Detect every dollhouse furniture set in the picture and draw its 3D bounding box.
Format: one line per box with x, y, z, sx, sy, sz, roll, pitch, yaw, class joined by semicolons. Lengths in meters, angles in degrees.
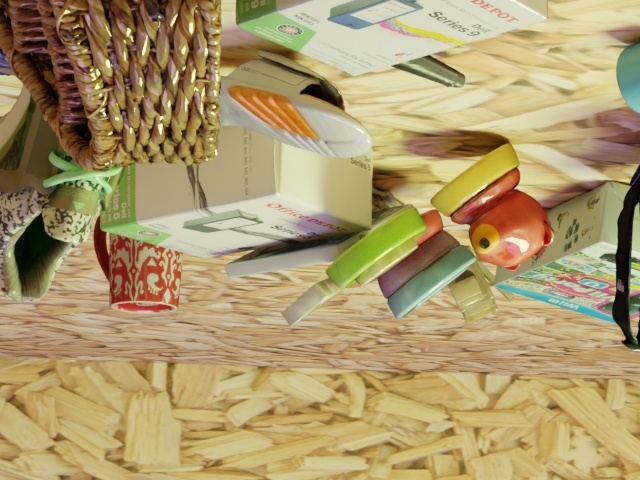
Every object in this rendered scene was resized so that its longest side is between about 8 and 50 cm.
0.273;0.038;2.323;0.161;0.101;0.182;-25;163;3;dollhouse furniture set

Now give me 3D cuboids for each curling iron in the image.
0.050;-0.185;1.418;0.274;0.035;0.068;18;-160;-48;curling iron

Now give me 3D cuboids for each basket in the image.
-0.183;-0.171;1.112;0.223;0.213;0.299;1;162;-6;basket

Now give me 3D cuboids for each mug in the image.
-0.239;0.012;2.005;0.113;0.169;0.150;5;165;-21;mug

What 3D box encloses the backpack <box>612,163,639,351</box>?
0.452;0.001;1.728;0.213;0.263;0.276;-6;170;4;backpack

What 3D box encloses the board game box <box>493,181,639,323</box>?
0.417;0.023;2.103;0.224;0.097;0.303;16;162;-17;board game box

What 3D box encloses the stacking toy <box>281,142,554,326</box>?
0.124;0.040;1.824;0.279;0.130;0.309;-32;172;-33;stacking toy

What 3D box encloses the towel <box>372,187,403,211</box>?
0.023;-0.031;2.073;0.187;0.049;0.282;-2;165;21;towel

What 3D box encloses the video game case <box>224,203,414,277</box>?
0.000;0.000;1.887;0.190;0.022;0.173;-10;-167;40;video game case

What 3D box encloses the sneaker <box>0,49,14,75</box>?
-0.268;-0.183;1.456;0.135;0.052;0.058;3;162;-11;sneaker

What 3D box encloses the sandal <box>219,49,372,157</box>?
-0.060;-0.158;1.522;0.265;0.076;0.102;17;159;27;sandal

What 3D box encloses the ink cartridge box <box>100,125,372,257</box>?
-0.100;-0.065;1.788;0.273;0.115;0.198;-10;164;35;ink cartridge box

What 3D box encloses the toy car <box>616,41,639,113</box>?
0.424;-0.087;1.412;0.210;0.238;0.219;13;162;-41;toy car

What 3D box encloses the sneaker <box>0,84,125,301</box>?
-0.222;-0.087;1.409;0.158;0.182;0.410;6;140;-28;sneaker

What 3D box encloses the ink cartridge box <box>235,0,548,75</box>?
0.058;-0.217;1.207;0.212;0.093;0.154;-13;160;39;ink cartridge box
